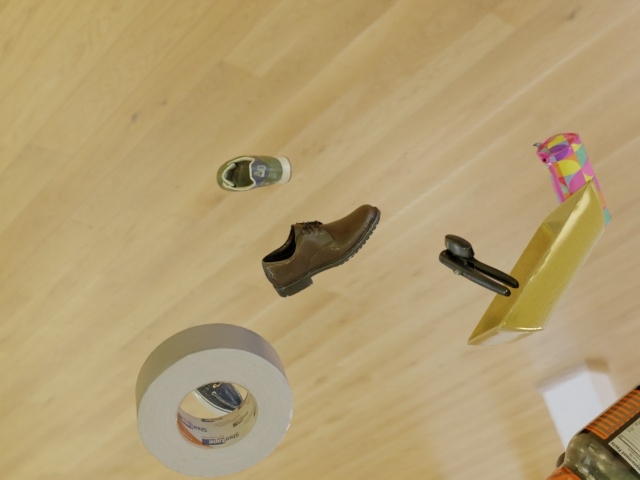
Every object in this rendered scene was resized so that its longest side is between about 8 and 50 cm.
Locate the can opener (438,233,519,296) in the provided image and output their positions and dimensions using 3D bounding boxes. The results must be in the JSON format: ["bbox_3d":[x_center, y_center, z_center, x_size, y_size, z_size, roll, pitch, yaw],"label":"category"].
[{"bbox_3d":[0.300,0.057,1.657,0.059,0.186,0.073,-41,138,-12],"label":"can opener"}]

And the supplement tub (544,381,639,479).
[{"bbox_3d":[0.504,0.306,1.236,0.338,0.207,0.207,-37,152,-6],"label":"supplement tub"}]

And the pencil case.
[{"bbox_3d":[0.545,-0.121,1.862,0.104,0.104,0.236,-26,114,15],"label":"pencil case"}]

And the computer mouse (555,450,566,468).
[{"bbox_3d":[0.607,0.535,1.784,0.072,0.272,0.188,-21,131,-51],"label":"computer mouse"}]

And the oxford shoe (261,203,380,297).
[{"bbox_3d":[0.000,0.000,1.467,0.227,0.083,0.096,-35,116,-1],"label":"oxford shoe"}]

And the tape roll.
[{"bbox_3d":[-0.152,0.229,1.228,0.219,0.072,0.219,-6,115,-12],"label":"tape roll"}]

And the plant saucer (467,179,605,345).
[{"bbox_3d":[0.430,0.072,1.682,0.333,0.081,0.333,-55,174,-10],"label":"plant saucer"}]

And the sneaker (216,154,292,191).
[{"bbox_3d":[-0.141,-0.117,1.480,0.086,0.064,0.192,-7,-176,-42],"label":"sneaker"}]

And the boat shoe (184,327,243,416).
[{"bbox_3d":[-0.190,0.232,1.490,0.183,0.065,0.083,41,125,-12],"label":"boat shoe"}]
